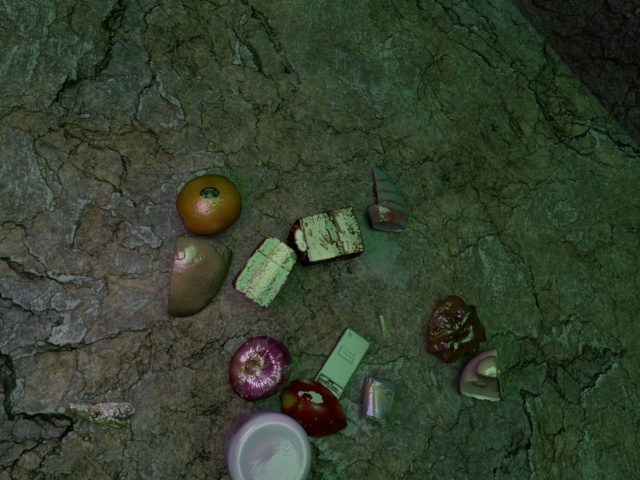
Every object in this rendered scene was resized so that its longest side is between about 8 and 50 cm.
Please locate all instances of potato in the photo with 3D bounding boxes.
[{"bbox_3d":[-0.419,0.136,1.743,0.211,0.189,0.264,11,73,-14],"label":"potato"}]

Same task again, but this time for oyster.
[{"bbox_3d":[-0.704,0.563,1.616,0.200,0.061,0.106,-4,78,-17],"label":"oyster"}]

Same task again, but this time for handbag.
[{"bbox_3d":[0.215,0.602,1.861,0.117,0.095,0.173,17,69,-8],"label":"handbag"}]

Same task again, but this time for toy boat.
[{"bbox_3d":[0.278,-0.180,2.103,0.206,0.096,0.282,5,62,-22],"label":"toy boat"}]

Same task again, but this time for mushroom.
[{"bbox_3d":[0.625,0.512,1.976,0.162,0.236,0.173,-8,49,16],"label":"mushroom"}]

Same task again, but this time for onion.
[{"bbox_3d":[-0.199,0.454,1.753,0.230,0.163,0.230,-11,59,20],"label":"onion"}]

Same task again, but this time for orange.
[{"bbox_3d":[-0.401,-0.128,1.806,0.236,0.236,0.236,4,75,-15],"label":"orange"}]

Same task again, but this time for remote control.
[{"bbox_3d":[0.073,0.474,1.885,0.123,0.038,0.285,34,72,-4],"label":"remote control"}]

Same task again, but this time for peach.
[{"bbox_3d":[-0.019,0.614,1.790,0.279,0.068,0.189,28,85,-5],"label":"peach"}]

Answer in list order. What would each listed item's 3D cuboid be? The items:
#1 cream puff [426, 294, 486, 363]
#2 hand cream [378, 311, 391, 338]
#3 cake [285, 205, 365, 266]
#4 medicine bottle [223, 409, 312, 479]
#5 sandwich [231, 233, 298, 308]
[{"bbox_3d":[0.536,0.352,1.995,0.241,0.155,0.269,-2,83,-12],"label":"cream puff"},{"bbox_3d":[0.249,0.335,1.980,0.035,0.022,0.102,-16,86,-20],"label":"hand cream"},{"bbox_3d":[0.000,0.000,1.906,0.293,0.199,0.196,-13,85,-15],"label":"cake"},{"bbox_3d":[-0.180,0.673,1.602,0.256,0.325,0.256,4,76,-14],"label":"medicine bottle"},{"bbox_3d":[-0.200,0.107,1.809,0.155,0.198,0.227,36,83,-7],"label":"sandwich"}]
